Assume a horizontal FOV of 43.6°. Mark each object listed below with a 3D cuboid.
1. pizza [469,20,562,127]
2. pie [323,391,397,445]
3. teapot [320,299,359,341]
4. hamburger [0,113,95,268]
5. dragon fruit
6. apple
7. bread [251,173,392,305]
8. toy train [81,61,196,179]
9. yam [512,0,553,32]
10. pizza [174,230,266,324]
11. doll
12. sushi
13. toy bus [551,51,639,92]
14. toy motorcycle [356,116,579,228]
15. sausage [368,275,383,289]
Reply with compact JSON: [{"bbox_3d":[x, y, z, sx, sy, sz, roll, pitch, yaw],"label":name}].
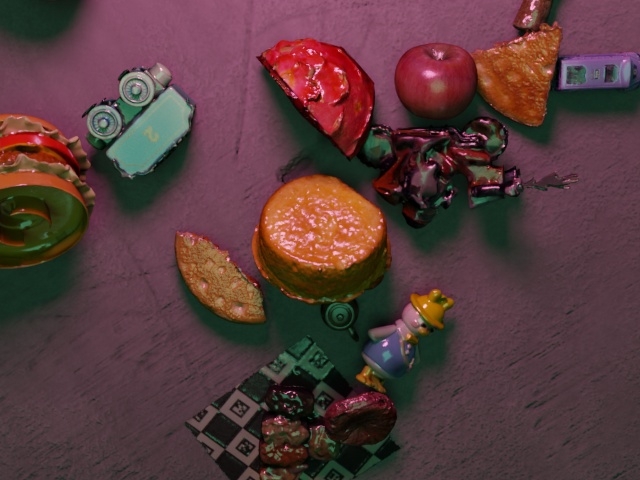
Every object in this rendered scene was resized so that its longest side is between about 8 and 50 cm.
[{"bbox_3d":[0.381,-0.315,1.470,0.201,0.053,0.193,48,122,-4],"label":"pizza"},{"bbox_3d":[0.080,0.359,1.589,0.154,0.038,0.153,-9,127,-12],"label":"pie"},{"bbox_3d":[0.042,0.150,1.583,0.076,0.068,0.121,-30,100,7],"label":"teapot"},{"bbox_3d":[-0.552,-0.103,1.445,0.274,0.274,0.212,-26,59,6],"label":"hamburger"},{"bbox_3d":[0.001,-0.284,1.442,0.189,0.163,0.261,-41,81,-23],"label":"dragon fruit"},{"bbox_3d":[0.209,-0.285,1.448,0.153,0.153,0.120,3,127,0],"label":"apple"},{"bbox_3d":[0.000,0.000,1.467,0.268,0.268,0.145,1,144,0],"label":"bread"},{"bbox_3d":[-0.331,-0.224,1.487,0.203,0.112,0.163,-43,105,10],"label":"toy train"},{"bbox_3d":[0.422,-0.498,1.443,0.061,0.061,0.252,22,101,-4],"label":"yam"},{"bbox_3d":[-0.198,0.078,1.575,0.246,0.058,0.127,35,101,-5],"label":"pizza"},{"bbox_3d":[0.164,0.191,1.578,0.135,0.099,0.241,40,101,-4],"label":"doll"},{"bbox_3d":[-0.061,0.414,1.642,0.339,0.069,0.320,-35,100,8],"label":"sushi"},{"bbox_3d":[0.516,-0.308,1.475,0.167,0.076,0.073,-3,103,1],"label":"toy bus"},{"bbox_3d":[0.264,-0.124,1.476,0.401,0.134,0.207,-3,103,15],"label":"toy motorcycle"},{"bbox_3d":[0.027,0.059,1.561,0.198,0.076,0.076,3,102,0],"label":"sausage"}]
